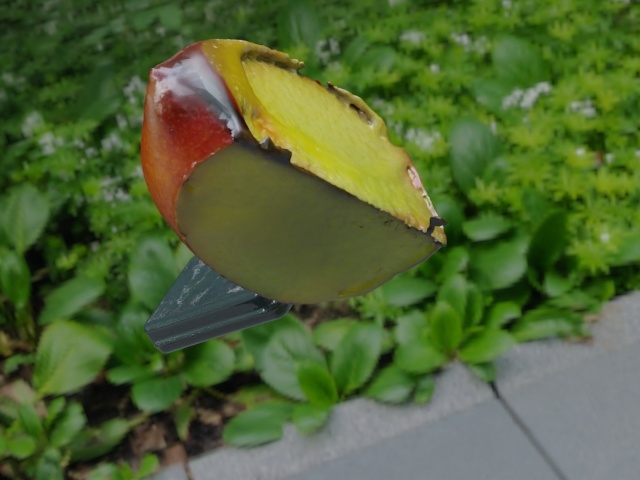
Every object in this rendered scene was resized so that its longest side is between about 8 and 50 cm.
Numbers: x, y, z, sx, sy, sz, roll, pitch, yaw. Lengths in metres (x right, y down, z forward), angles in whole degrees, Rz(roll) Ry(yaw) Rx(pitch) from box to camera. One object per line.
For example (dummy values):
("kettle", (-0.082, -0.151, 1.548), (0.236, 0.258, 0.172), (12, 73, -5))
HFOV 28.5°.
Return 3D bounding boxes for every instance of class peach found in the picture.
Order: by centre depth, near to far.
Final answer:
("peach", (-0.052, -0.055, 0.977), (0.154, 0.267, 0.158), (-45, 42, 27))

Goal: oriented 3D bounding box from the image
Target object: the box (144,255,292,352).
("box", (-0.102, 0.053, 1.520), (0.230, 0.050, 0.160), (-20, 28, 41))
